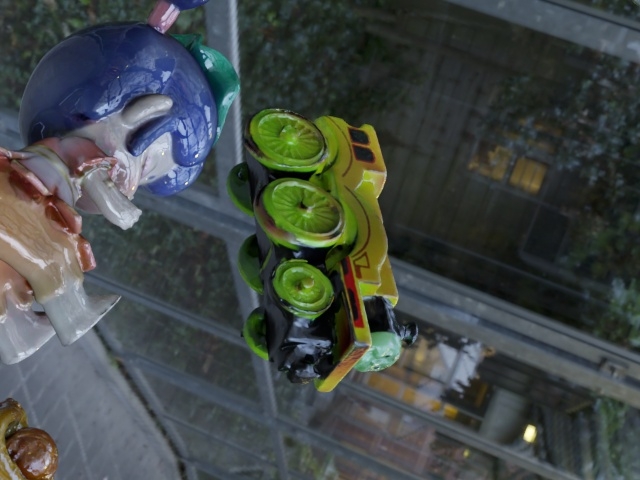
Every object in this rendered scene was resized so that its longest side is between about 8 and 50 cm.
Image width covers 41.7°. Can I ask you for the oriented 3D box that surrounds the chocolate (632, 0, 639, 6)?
[{"bbox_3d":[0.379,-0.327,0.675,0.289,0.137,0.301,-36,-179,5],"label":"chocolate"}]

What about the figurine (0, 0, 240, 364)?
[{"bbox_3d":[-0.107,-0.046,0.402,0.102,0.112,0.195,57,34,-23],"label":"figurine"}]

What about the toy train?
[{"bbox_3d":[0.000,0.000,0.784,0.100,0.161,0.296,123,-33,-44],"label":"toy train"}]

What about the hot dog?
[{"bbox_3d":[-0.397,0.274,0.982,0.257,0.150,0.153,-27,180,40],"label":"hot dog"}]
